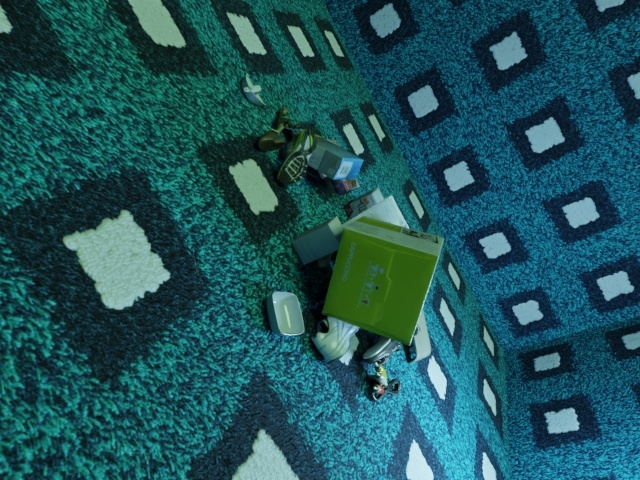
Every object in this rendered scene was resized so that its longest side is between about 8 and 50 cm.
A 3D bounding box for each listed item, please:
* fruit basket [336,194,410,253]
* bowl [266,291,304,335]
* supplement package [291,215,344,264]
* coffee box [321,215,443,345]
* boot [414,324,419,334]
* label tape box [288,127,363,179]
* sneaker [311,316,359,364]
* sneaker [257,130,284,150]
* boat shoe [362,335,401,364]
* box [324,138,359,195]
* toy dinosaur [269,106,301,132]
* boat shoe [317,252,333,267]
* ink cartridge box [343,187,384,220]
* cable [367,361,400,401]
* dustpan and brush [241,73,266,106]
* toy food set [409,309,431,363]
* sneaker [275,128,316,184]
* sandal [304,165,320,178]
[{"bbox_3d":[0.247,0.022,1.949,0.353,0.165,0.327,-33,98,-19],"label":"fruit basket"},{"bbox_3d":[-0.119,0.240,1.398,0.142,0.053,0.142,15,54,-56],"label":"bowl"},{"bbox_3d":[0.000,0.000,1.668,0.105,0.179,0.105,61,28,-9],"label":"supplement package"},{"bbox_3d":[0.238,0.128,1.631,0.334,0.337,0.338,-31,137,-69],"label":"coffee box"},{"bbox_3d":[0.308,0.354,1.897,0.236,0.085,0.178,28,12,19],"label":"boot"},{"bbox_3d":[-0.005,-0.407,2.029,0.347,0.115,0.249,31,20,20],"label":"label tape box"},{"bbox_3d":[0.060,0.318,1.600,0.129,0.111,0.297,49,26,-4],"label":"sneaker"},{"bbox_3d":[-0.216,-0.408,1.773,0.071,0.066,0.188,50,21,7],"label":"sneaker"},{"bbox_3d":[0.275,0.468,1.844,0.096,0.112,0.335,63,23,7],"label":"boat shoe"},{"bbox_3d":[0.090,-0.388,2.281,0.294,0.057,0.201,64,27,-2],"label":"box"},{"bbox_3d":[-0.148,-0.510,1.908,0.118,0.064,0.268,11,34,-3],"label":"toy dinosaur"},{"bbox_3d":[0.019,0.035,1.793,0.170,0.062,0.059,-78,152,-48],"label":"boat shoe"},{"bbox_3d":[0.236,-0.168,2.226,0.128,0.176,0.127,60,27,-8],"label":"ink cartridge box"},{"bbox_3d":[0.269,0.596,1.765,0.287,0.072,0.140,40,50,-43],"label":"cable"},{"bbox_3d":[-0.286,-0.619,1.805,0.147,0.060,0.211,58,28,-12],"label":"dustpan and brush"},{"bbox_3d":[0.469,0.461,2.237,0.219,0.092,0.307,13,65,-58],"label":"toy food set"},{"bbox_3d":[-0.117,-0.341,1.832,0.111,0.121,0.300,51,49,-32],"label":"sneaker"},{"bbox_3d":[-0.075,-0.315,1.961,0.179,0.040,0.067,14,49,-39],"label":"sandal"}]
